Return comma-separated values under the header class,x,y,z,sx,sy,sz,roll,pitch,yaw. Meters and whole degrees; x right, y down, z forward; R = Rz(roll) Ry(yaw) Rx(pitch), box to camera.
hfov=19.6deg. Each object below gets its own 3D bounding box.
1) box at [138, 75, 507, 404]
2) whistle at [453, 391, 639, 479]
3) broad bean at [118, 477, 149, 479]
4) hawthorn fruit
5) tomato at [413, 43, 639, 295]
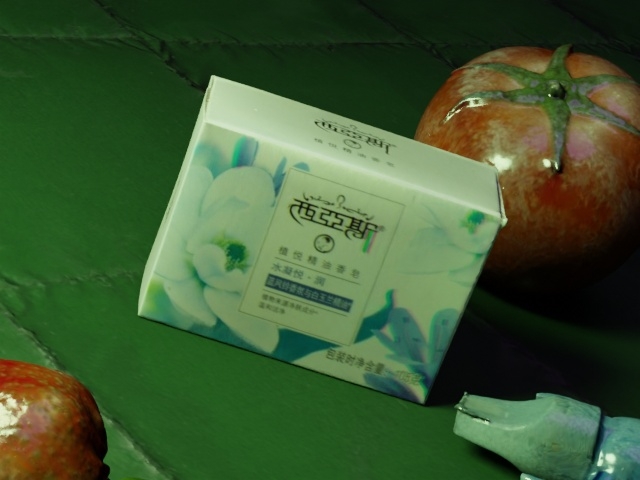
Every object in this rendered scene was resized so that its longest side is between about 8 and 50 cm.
class,x,y,z,sx,sy,sz,roll,pitch,yaw
box,0.000,0.001,1.631,0.274,0.203,0.116,18,25,-6
whistle,0.242,0.190,1.579,0.269,0.093,0.180,17,23,7
broad bean,-0.072,0.235,1.283,0.069,0.039,0.227,-5,35,-35
hawthorn fruit,-0.232,0.153,1.212,0.194,0.157,0.157,2,24,3
tomato,0.221,-0.066,1.902,0.265,0.265,0.265,17,24,-8
